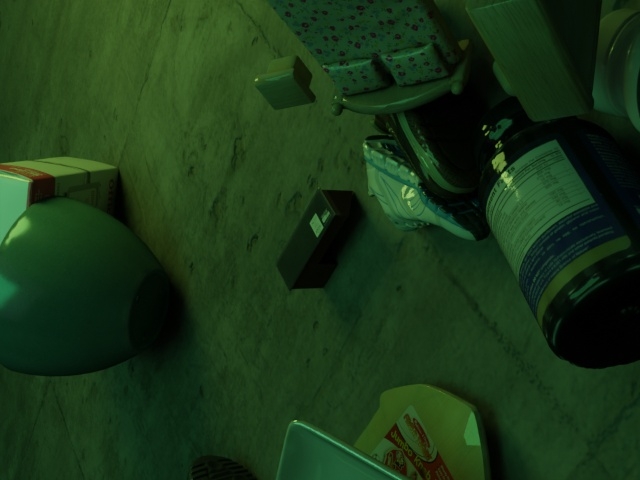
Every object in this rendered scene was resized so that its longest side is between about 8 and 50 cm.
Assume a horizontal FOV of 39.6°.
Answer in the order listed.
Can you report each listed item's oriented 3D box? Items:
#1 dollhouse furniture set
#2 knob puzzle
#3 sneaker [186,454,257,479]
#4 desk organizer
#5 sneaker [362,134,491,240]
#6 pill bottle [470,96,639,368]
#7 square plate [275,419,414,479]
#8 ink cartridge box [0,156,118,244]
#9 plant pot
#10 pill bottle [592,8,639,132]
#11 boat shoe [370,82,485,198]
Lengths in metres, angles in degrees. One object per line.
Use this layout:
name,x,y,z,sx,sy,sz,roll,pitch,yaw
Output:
dollhouse furniture set,0.018,-0.179,0.681,0.356,0.303,0.173,-6,55,33
knob puzzle,0.117,0.232,0.911,0.213,0.030,0.213,-1,89,55
sneaker,-0.101,0.422,1.146,0.319,0.112,0.131,49,126,44
desk organizer,0.000,0.000,1.058,0.130,0.050,0.047,-59,46,36
sneaker,0.108,-0.038,0.907,0.191,0.071,0.082,45,138,48
pill bottle,0.198,-0.018,0.704,0.122,0.123,0.219,-59,32,35
square plate,0.088,0.380,0.841,0.347,0.049,0.343,22,110,25
ink cartridge box,-0.467,-0.029,1.517,0.117,0.283,0.207,11,102,14
plant pot,-0.355,0.089,1.406,0.196,0.290,0.290,12,102,15
pill bottle,0.278,-0.113,0.621,0.180,0.108,0.107,27,112,51
boat shoe,0.096,-0.137,0.901,0.095,0.095,0.257,124,143,-47
